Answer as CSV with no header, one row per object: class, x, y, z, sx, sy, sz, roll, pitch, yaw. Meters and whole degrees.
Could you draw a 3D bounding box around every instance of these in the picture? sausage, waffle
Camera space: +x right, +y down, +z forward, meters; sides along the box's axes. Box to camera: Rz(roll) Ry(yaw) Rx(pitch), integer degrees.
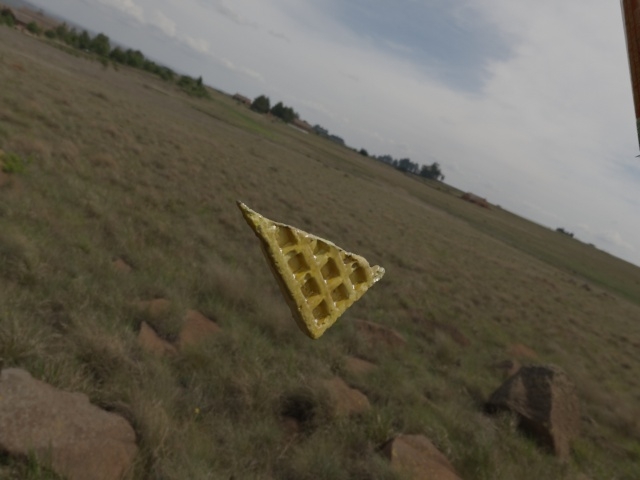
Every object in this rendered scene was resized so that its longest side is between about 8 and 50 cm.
sausage,0.396,-0.234,0.591,0.083,0.264,0.083,-2,-7,0
waffle,0.000,0.000,0.482,0.032,0.125,0.191,31,-29,42
